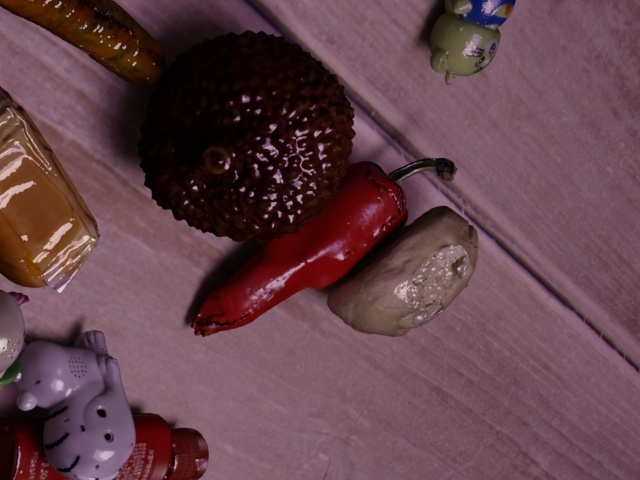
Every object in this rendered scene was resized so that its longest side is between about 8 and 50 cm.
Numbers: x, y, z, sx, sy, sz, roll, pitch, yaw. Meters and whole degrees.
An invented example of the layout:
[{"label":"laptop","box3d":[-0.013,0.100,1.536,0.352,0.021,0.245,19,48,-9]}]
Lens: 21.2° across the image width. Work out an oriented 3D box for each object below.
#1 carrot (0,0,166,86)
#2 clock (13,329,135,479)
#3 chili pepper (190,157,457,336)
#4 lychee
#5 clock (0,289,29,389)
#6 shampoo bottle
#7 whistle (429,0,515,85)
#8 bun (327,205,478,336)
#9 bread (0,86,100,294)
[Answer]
[{"label":"carrot","box3d":[-0.243,-0.223,1.707,0.070,0.070,0.260,-57,145,0]},{"label":"clock","box3d":[-0.280,0.187,1.890,0.117,0.176,0.080,-3,158,-40]},{"label":"chili pepper","box3d":[0.000,0.000,2.104,0.387,0.110,0.110,-38,139,-17]},{"label":"lychee","box3d":[-0.075,-0.113,1.848,0.236,0.236,0.271,-67,167,13]},{"label":"clock","box3d":[-0.387,0.100,1.749,0.231,0.103,0.144,23,97,-54]},{"label":"shampoo bottle","box3d":[-0.265,0.259,2.016,0.314,0.076,0.118,3,108,-49]},{"label":"whistle","box3d":[0.200,-0.298,2.121,0.105,0.085,0.227,-1,117,-57]},{"label":"bun","box3d":[0.112,0.051,2.167,0.210,0.116,0.237,-38,-176,13]},{"label":"bread","box3d":[-0.320,-0.056,1.683,0.107,0.136,0.241,-44,142,-17]}]
